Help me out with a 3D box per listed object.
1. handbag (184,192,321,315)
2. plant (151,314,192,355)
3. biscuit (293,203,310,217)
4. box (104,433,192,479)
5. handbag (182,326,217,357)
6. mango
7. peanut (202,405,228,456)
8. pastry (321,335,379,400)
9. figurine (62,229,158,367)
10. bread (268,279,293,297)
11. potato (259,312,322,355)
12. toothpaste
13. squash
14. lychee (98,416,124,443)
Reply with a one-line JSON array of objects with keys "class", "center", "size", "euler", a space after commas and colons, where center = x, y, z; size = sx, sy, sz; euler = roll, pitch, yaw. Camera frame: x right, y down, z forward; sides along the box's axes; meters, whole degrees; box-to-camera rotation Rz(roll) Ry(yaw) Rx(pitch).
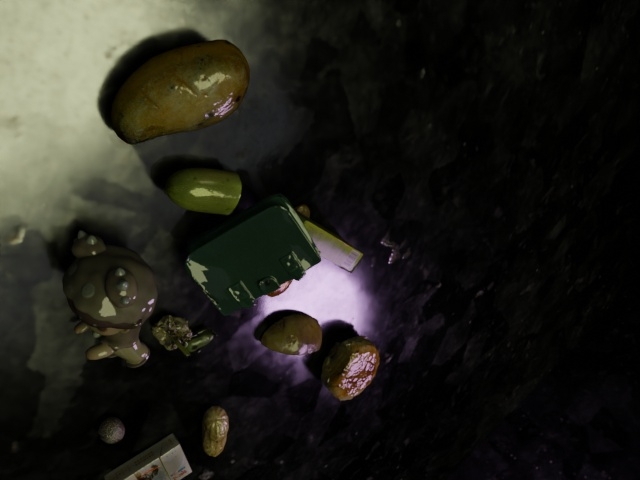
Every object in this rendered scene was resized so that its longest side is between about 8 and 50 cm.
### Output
[{"class": "handbag", "center": [-0.184, 0.044, 1.467], "size": [0.326, 0.089, 0.239], "euler": [-30, 114, 5]}, {"class": "plant", "center": [-0.410, 0.275, 1.508], "size": [0.104, 0.122, 0.116], "euler": [-44, 142, 5]}, {"class": "biscuit", "center": [-0.092, -0.058, 1.637], "size": [0.147, 0.018, 0.071], "euler": [-33, 133, -22]}, {"class": "box", "center": [-0.537, 0.735, 1.698], "size": [0.233, 0.067, 0.150], "euler": [-28, 129, -24]}, {"class": "handbag", "center": [-0.363, 0.294, 1.601], "size": [0.111, 0.047, 0.072], "euler": [-27, 129, -21]}, {"class": "mango", "center": [-0.316, -0.337, 1.214], "size": [0.329, 0.175, 0.177], "euler": [-18, 92, -8]}, {"class": "peanut", "center": [-0.346, 0.632, 1.777], "size": [0.083, 0.093, 0.194], "euler": [-20, 124, -46]}, {"class": "pastry", "center": [0.114, 0.476, 2.036], "size": [0.235, 0.120, 0.257], "euler": [28, 93, -48]}, {"class": "figurine", "center": [-0.499, 0.167, 1.316], "size": [0.203, 0.248, 0.381], "euler": [-24, 140, -33]}, {"class": "bread", "center": [-0.152, 0.076, 1.607], "size": [0.132, 0.114, 0.191], "euler": [-40, 138, -17]}, {"class": "potato", "center": [-0.062, 0.320, 1.816], "size": [0.261, 0.100, 0.121], "euler": [7, 110, -41]}, {"class": "toothpaste", "center": [0.000, 0.000, 1.661], "size": [0.077, 0.110, 0.327], "euler": [-54, 139, 5]}, {"class": "squash", "center": [-0.305, -0.130, 1.365], "size": [0.186, 0.123, 0.123], "euler": [4, 111, -35]}, {"class": "lychee", "center": [-0.599, 0.547, 1.548], "size": [0.067, 0.068, 0.084], "euler": [-55, 154, -67]}]
